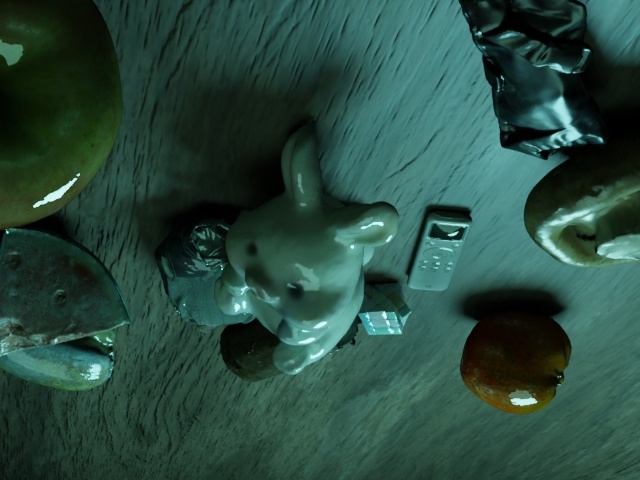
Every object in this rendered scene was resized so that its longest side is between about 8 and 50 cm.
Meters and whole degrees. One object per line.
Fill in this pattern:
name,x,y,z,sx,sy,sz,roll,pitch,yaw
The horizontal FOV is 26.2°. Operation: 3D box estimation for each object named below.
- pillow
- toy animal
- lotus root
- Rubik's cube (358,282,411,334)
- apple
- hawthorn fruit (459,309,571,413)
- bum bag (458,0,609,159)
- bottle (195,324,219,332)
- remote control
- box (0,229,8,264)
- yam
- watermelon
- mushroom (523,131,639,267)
pillow,-0.161,0.054,2.121,0.161,0.092,0.335,-10,154,0
toy animal,-0.007,0.008,1.871,0.196,0.241,0.367,40,157,13
lotus root,-0.498,0.152,2.313,0.322,0.158,0.140,22,151,-21
Rubik's cube,0.107,0.108,2.234,0.084,0.073,0.075,6,139,7
apple,-0.375,-0.160,1.432,0.319,0.319,0.277,15,176,-24
hawthorn fruit,0.322,0.200,2.289,0.189,0.189,0.189,3,156,1
bum bag,0.247,-0.186,1.558,0.137,0.074,0.310,7,153,22
bottle,-0.180,0.126,2.341,0.045,0.045,0.096,14,156,-21
remote control,0.178,0.023,2.080,0.067,0.029,0.261,4,155,-2
box,-0.577,-0.025,1.944,0.243,0.163,0.135,4,147,3
yam,-0.052,0.155,2.290,0.131,0.131,0.280,19,150,-31
watermelon,-0.446,0.090,2.116,0.318,0.226,0.148,18,-179,-5
mushroom,0.396,-0.047,1.763,0.278,0.146,0.278,-6,151,-3
